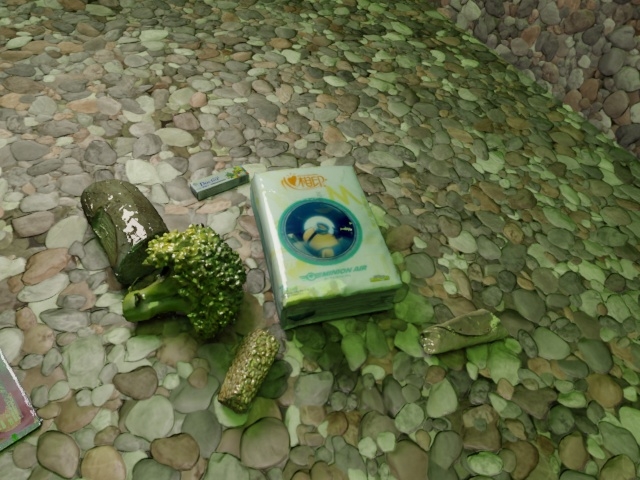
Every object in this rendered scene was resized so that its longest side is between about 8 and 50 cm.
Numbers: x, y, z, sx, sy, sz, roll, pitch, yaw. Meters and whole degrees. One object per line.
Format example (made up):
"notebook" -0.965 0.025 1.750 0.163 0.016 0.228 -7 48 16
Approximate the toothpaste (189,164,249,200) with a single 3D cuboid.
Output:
"toothpaste" -0.278 -0.162 1.246 0.164 0.034 0.046 -26 58 -29

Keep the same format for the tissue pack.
"tissue pack" 0.000 0.000 1.095 0.288 0.162 0.387 -7 55 -17

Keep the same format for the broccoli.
"broccoli" -0.275 0.093 0.913 0.273 0.180 0.242 -23 96 -21

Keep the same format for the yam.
"yam" -0.446 -0.031 1.038 0.154 0.153 0.254 -23 56 -27

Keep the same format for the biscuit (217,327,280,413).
"biscuit" -0.146 0.263 0.910 0.070 0.082 0.168 37 49 -15

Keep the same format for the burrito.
"burrito" 0.337 0.217 1.059 0.226 0.060 0.086 -10 60 -21

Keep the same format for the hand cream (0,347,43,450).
"hand cream" -0.623 0.258 0.836 0.079 0.050 0.275 -40 72 -7
